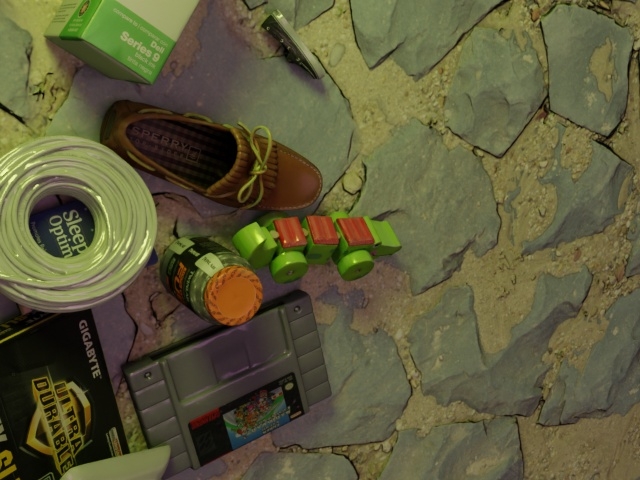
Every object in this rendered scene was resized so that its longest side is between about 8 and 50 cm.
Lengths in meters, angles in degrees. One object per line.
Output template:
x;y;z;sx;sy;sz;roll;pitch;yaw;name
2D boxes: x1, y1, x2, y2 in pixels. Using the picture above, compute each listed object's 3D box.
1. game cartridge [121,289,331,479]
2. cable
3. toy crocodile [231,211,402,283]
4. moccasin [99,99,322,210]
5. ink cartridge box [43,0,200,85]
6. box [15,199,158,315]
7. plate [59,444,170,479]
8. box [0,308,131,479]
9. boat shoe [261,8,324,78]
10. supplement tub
-0.153;0.256;1.462;0.355;0.068;0.230;-23;109;-24;game cartridge
-0.372;-0.021;1.186;0.257;0.089;0.257;30;69;-15;cable
0.000;0.000;1.428;0.341;0.115;0.105;-2;145;-32;toy crocodile
-0.153;-0.130;1.303;0.380;0.147;0.139;23;91;-33;moccasin
-0.243;-0.375;1.145;0.121;0.211;0.289;31;86;-33;ink cartridge box
-0.370;0.010;1.251;0.225;0.036;0.136;-22;92;-26;box
-0.367;0.452;1.274;0.277;0.045;0.278;-54;159;7;plate
-0.432;0.277;1.238;0.257;0.079;0.322;-28;117;-44;box
-0.046;-0.323;1.381;0.040;0.049;0.142;-38;119;4;boat shoe
-0.174;0.065;1.316;0.117;0.190;0.117;-8;106;-29;supplement tub
